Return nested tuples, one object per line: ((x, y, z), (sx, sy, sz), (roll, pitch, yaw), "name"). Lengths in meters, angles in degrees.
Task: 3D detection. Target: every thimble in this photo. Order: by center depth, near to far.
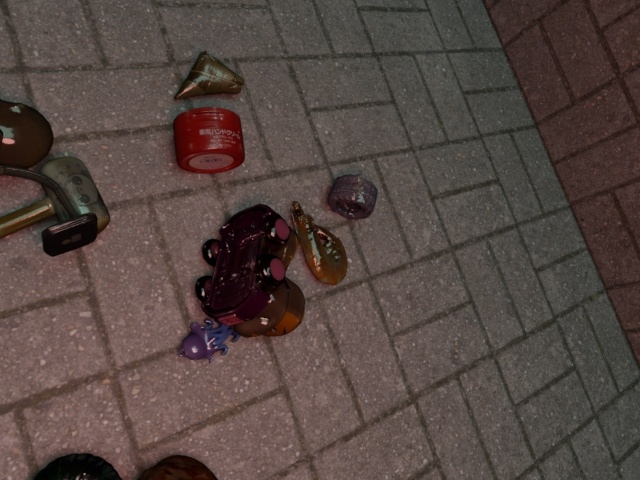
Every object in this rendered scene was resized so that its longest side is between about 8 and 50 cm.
((0.103, -0.139, 1.553), (0.150, 0.150, 0.098), (26, 66, -20), "thimble")

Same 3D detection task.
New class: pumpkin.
((-0.503, 0.542, 0.995), (0.201, 0.140, 0.202), (2, 75, -8), "pumpkin")

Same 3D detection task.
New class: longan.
((-0.719, -0.238, 1.116), (0.189, 0.189, 0.189), (9, 70, -26), "longan")

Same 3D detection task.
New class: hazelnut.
((-0.324, 0.589, 1.052), (0.217, 0.234, 0.218), (1, 96, 6), "hazelnut")

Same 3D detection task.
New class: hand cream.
((-0.305, -0.270, 1.342), (0.193, 0.193, 0.126), (-5, 79, -30), "hand cream")

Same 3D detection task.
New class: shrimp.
((0.000, 0.000, 1.501), (0.152, 0.063, 0.288), (-23, 90, -35), "shrimp")

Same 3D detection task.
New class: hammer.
((-0.671, -0.063, 1.136), (0.305, 0.113, 0.202), (-27, 85, -24), "hammer")

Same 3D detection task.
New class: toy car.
((-0.155, 0.092, 1.291), (0.240, 0.271, 0.341), (37, 48, -41), "toy car")

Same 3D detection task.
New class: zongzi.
((-0.326, -0.453, 1.461), (0.160, 0.078, 0.176), (29, 73, -19), "zongzi")

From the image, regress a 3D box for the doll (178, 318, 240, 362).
((-0.280, 0.254, 1.267), (0.205, 0.067, 0.110), (-21, 71, -43), "doll")

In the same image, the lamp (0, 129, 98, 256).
((-0.597, -0.113, 1.020), (0.283, 0.203, 0.124), (44, 52, -1), "lamp")
